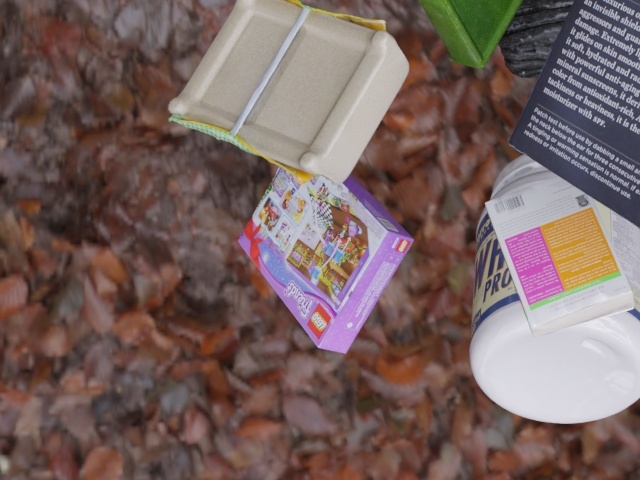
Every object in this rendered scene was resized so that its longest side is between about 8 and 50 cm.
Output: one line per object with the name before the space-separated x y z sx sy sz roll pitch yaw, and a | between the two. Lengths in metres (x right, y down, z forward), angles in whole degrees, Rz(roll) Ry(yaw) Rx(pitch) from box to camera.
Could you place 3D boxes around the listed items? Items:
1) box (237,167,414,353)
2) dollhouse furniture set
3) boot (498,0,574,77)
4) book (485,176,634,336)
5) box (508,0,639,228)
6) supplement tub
box | 0.000 0.000 1.905 0.057 0.293 0.201 16 112 -38
dollhouse furniture set | 0.027 -0.183 1.252 0.302 0.197 0.151 -59 146 -9
boot | 0.364 -0.293 1.415 0.260 0.348 0.131 1 119 36
book | 0.217 0.010 1.189 0.096 0.144 0.035 -19 146 6
box | 0.355 -0.162 1.060 0.296 0.182 0.294 2 119 -46
supplement tub | 0.323 0.054 1.734 0.235 0.325 0.235 5 137 5
